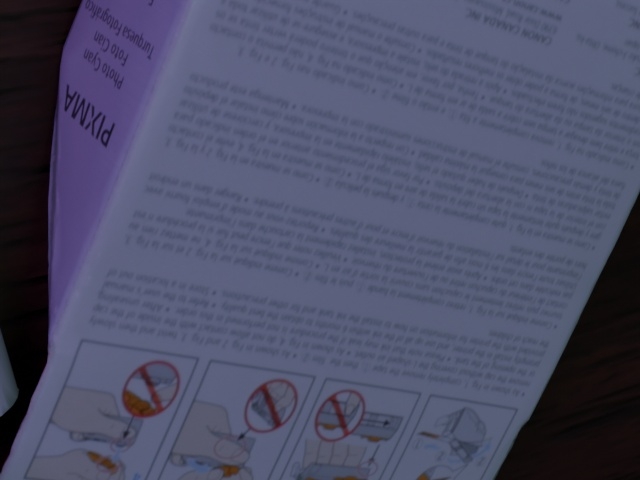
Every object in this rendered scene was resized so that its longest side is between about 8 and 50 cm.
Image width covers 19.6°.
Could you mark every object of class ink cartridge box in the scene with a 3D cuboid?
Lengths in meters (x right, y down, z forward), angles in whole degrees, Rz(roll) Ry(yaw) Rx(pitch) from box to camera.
[{"bbox_3d":[0.000,0.000,0.910,0.308,0.091,0.385,13,109,-39],"label":"ink cartridge box"}]

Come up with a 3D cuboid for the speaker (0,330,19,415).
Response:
[{"bbox_3d":[-0.170,0.014,0.775,0.055,0.055,0.136,-25,115,-31],"label":"speaker"}]
